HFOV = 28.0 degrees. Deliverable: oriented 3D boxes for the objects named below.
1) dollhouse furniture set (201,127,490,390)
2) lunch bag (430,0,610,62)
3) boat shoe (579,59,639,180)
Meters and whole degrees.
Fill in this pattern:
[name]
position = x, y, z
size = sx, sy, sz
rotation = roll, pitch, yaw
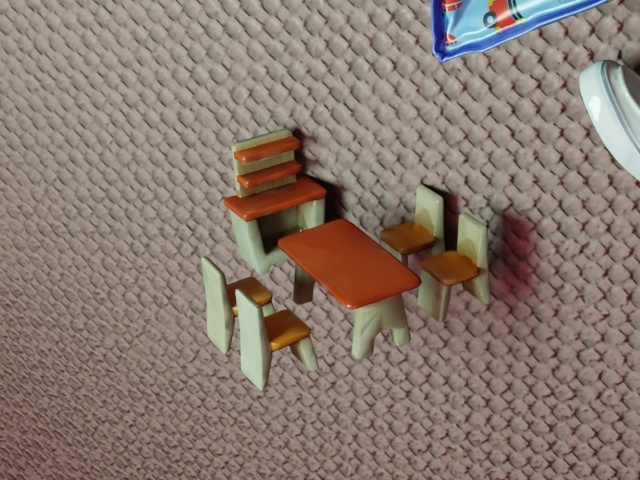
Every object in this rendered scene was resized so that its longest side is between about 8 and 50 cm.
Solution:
[dollhouse furniture set]
position = 0.000, 0.000, 1.278
size = 0.259, 0.262, 0.135
rotation = 39, 140, 51
[lunch bag]
position = 0.240, -0.251, 0.957
size = 0.293, 0.221, 0.138
rotation = -4, 117, 35
[boat shoe]
position = 0.334, -0.070, 1.114
size = 0.258, 0.095, 0.084
rotation = 43, 130, -13
